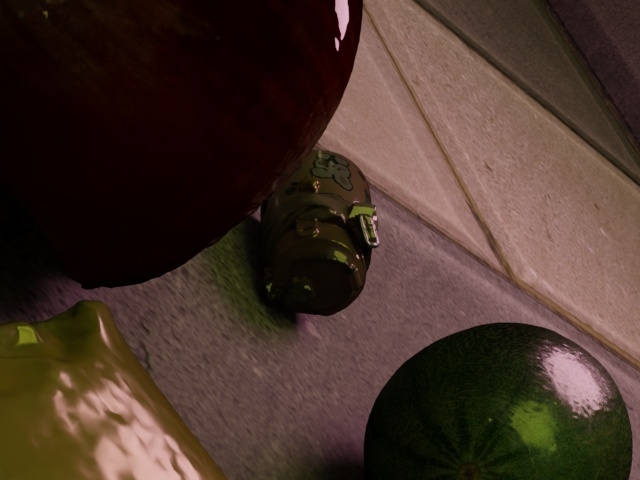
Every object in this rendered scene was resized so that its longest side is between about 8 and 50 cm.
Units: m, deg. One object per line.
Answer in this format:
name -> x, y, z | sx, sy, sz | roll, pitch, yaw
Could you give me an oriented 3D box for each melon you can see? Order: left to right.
melon -> 0.129, 0.147, 1.345 | 0.182, 0.182, 0.287 | 53, 20, 10

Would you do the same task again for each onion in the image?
onion -> -0.125, -0.154, 1.151 | 0.341, 0.341, 0.341 | 44, 18, -19

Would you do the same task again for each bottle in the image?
bottle -> 0.000, 0.001, 1.477 | 0.099, 0.099, 0.152 | 43, 20, -22

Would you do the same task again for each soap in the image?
soap -> -0.053, 0.228, 0.847 | 0.427, 0.115, 0.306 | 55, 14, 12
